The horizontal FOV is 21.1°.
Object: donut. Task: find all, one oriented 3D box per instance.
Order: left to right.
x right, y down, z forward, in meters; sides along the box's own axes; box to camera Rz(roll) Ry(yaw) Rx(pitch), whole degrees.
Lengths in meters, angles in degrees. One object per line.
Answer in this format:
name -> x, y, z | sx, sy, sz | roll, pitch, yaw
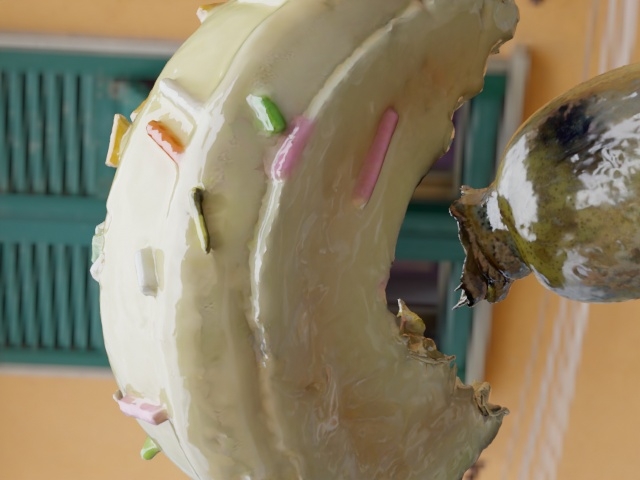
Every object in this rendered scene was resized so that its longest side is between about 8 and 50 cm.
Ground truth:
donut -> -0.004, 0.009, 1.032 | 0.307, 0.150, 0.371 | -24, -59, -47

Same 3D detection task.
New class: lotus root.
lotus root -> 0.187, -0.033, 1.074 | 0.154, 0.278, 0.154 | 45, -145, -44
